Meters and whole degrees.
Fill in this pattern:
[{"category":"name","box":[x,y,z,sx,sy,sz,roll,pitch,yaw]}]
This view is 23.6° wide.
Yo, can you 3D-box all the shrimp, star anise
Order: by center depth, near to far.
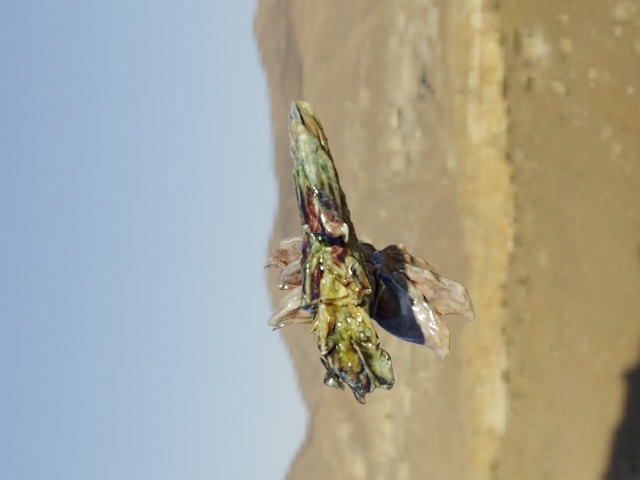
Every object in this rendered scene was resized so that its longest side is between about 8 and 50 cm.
[{"category":"shrimp","box":[0.000,0.000,0.698,0.091,0.034,0.161,70,-175,-48]},{"category":"star anise","box":[0.029,0.028,0.925,0.141,0.141,0.042,-83,6,-68]}]
